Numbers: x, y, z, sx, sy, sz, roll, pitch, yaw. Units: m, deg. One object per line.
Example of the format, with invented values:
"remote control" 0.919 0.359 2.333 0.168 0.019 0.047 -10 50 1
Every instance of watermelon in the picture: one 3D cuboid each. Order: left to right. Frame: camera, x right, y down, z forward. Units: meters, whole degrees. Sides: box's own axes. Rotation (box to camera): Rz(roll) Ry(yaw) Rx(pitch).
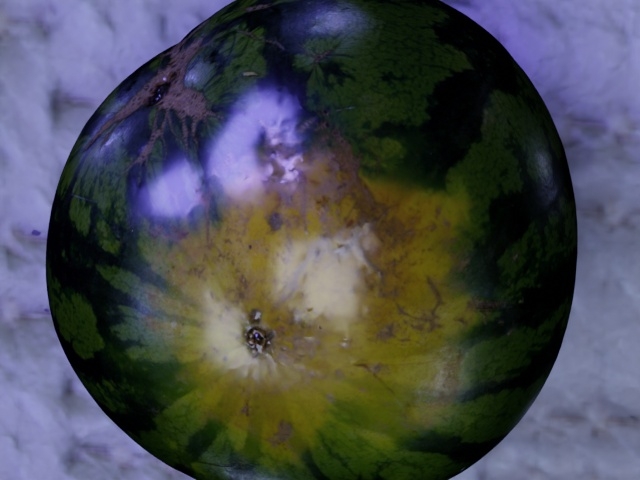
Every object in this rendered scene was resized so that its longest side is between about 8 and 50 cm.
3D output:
"watermelon" 0.001 0.003 0.943 0.269 0.269 0.269 3 112 8
